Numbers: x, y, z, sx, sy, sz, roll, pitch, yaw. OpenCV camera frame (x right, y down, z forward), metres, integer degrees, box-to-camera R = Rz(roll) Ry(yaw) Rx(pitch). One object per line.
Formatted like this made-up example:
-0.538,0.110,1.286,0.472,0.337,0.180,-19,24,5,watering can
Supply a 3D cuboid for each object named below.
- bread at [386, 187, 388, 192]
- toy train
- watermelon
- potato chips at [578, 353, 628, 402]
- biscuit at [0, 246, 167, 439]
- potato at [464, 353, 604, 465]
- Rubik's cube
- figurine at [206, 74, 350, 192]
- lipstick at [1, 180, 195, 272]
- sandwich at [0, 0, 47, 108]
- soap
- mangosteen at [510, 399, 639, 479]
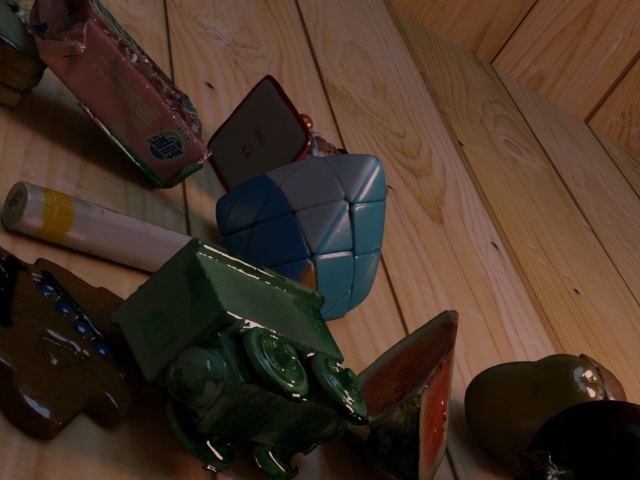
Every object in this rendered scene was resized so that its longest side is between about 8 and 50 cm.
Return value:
0.059,-0.092,2.226,0.103,0.049,0.062,31,13,-10,bread
-0.069,0.130,1.371,0.266,0.145,0.202,28,26,-52,toy train
0.082,0.189,1.567,0.128,0.159,0.303,9,18,12,watermelon
0.380,0.251,1.794,0.062,0.208,0.195,-7,-6,-6,potato chips
-0.253,0.090,1.358,0.301,0.043,0.278,11,33,-49,biscuit
0.281,0.212,1.732,0.157,0.194,0.157,22,52,-30,potato
0.000,0.000,1.707,0.254,0.254,0.254,31,21,-14,Rubik's cube
-0.020,-0.099,2.007,0.226,0.160,0.183,28,22,-41,figurine
-0.238,-0.005,1.565,0.264,0.059,0.059,19,27,-38,lipstick
-0.473,-0.306,1.792,0.249,0.095,0.273,28,22,-23,sandwich
-0.265,-0.212,1.784,0.273,0.098,0.218,50,12,-35,soap
0.301,0.293,1.542,0.289,0.231,0.231,10,32,-38,mangosteen
